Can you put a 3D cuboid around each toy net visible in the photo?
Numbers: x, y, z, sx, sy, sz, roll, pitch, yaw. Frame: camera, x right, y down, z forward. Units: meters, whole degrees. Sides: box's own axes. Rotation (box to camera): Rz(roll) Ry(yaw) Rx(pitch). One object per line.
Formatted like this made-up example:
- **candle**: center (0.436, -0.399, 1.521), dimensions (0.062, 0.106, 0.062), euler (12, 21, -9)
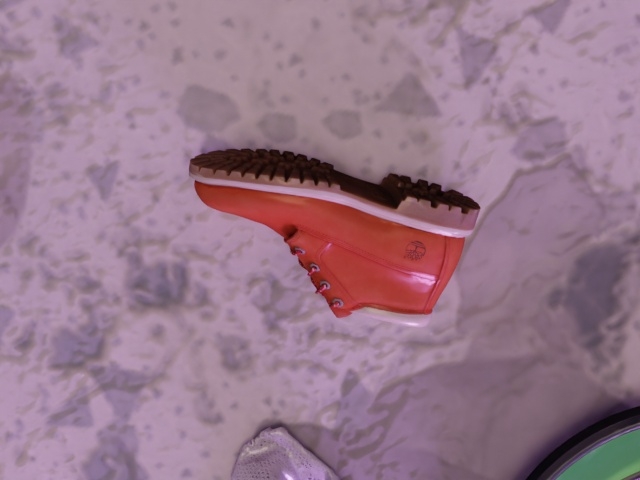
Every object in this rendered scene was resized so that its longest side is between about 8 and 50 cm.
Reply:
- **toy net**: center (0.014, 0.219, 0.698), dimensions (0.122, 0.045, 0.232), euler (-15, 105, 1)

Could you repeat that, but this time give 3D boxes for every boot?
- **boot**: center (0.000, 0.000, 0.636), dimensions (0.157, 0.059, 0.085), euler (15, 108, -8)

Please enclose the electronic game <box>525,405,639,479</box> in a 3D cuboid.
- **electronic game**: center (0.213, 0.203, 0.703), dimensions (0.229, 0.048, 0.229), euler (-1, 104, -2)
